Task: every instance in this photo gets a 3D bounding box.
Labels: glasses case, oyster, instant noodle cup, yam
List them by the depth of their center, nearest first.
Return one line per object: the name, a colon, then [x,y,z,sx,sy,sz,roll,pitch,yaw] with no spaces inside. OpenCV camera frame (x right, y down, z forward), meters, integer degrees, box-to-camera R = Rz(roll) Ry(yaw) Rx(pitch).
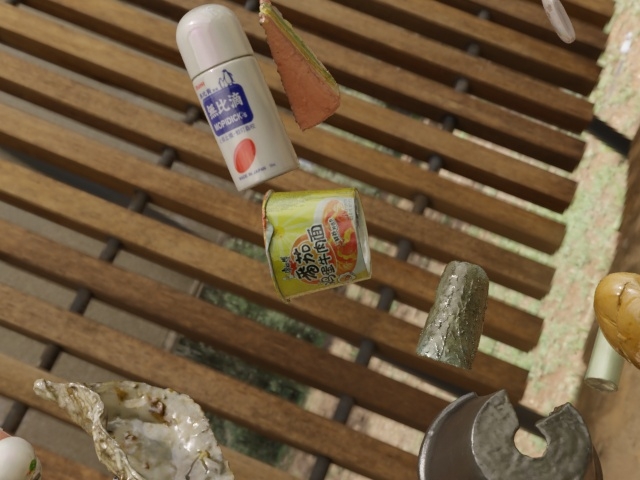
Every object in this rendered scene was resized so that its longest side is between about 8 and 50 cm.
glasses case: [0.361,-0.336,1.178,0.021,0.083,0.032,-34,22,3]
oyster: [-0.278,0.319,1.247,0.204,0.396,0.111,-3,-60,-50]
yam: [0.230,0.134,1.323,0.107,0.107,0.183,102,-173,-70]
instant noodle cup: [0.000,0.000,1.718,0.264,0.200,0.264,-8,-90,-82]

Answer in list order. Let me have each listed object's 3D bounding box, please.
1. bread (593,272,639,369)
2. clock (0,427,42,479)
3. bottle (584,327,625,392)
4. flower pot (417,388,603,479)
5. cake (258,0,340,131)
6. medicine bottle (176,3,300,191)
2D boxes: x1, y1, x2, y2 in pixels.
bread: [0.388,0.109,0.938,0.077,0.114,0.189,-54,-48,-17]
clock: [-0.444,0.285,1.009,0.092,0.162,0.166,-66,3,-28]
bottle: [0.649,0.234,1.734,0.072,0.072,0.201,104,-170,-64]
flower pot: [0.385,0.437,1.508,0.251,0.379,0.379,89,-159,-61]
cake: [-0.035,-0.306,1.315,0.109,0.090,0.225,-95,-15,-51]
medicine bottle: [-0.159,-0.269,1.440,0.130,0.130,0.341,-49,-63,-80]
